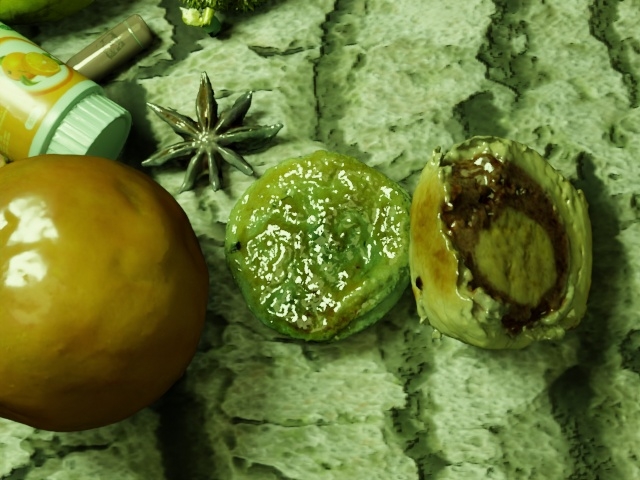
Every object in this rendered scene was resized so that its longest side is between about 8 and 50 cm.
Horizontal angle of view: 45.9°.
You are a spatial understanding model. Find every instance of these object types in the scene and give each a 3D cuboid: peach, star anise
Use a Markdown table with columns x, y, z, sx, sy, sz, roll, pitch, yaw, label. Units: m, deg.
| x | y | z | sx | sy | sz | roll | pitch | yaw | label |
| --- | --- | --- | --- | --- | --- | --- | --- | --- | --- |
| -0.297 | 0.067 | 0.937 | 0.342 | 0.301 | 0.343 | -13 | 70 | 38 | peach |
| -0.165 | -0.152 | 1.097 | 0.204 | 0.061 | 0.181 | -33 | 85 | 3 | star anise |

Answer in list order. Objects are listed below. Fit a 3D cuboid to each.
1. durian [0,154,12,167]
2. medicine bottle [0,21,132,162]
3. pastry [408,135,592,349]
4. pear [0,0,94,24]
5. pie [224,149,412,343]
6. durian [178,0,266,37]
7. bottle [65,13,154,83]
| x | y | z | sx | sy | sz | roll | pitch | yaw | label |
| --- | --- | --- | --- | --- | --- | --- | --- | --- | --- |
| -0.593 | -0.163 | 1.140 | 0.341 | 0.112 | 0.191 | 33 | 51 | 1 | durian |
| -0.435 | -0.205 | 1.064 | 0.318 | 0.158 | 0.158 | 32 | 81 | -1 | medicine bottle |
| 0.210 | 0.012 | 0.951 | 0.236 | 0.170 | 0.256 | 2 | 75 | -34 | pastry |
| -0.448 | -0.462 | 1.123 | 0.375 | 0.287 | 0.287 | -31 | 72 | 18 | pear |
| 0.000 | 0.000 | 1.027 | 0.277 | 0.078 | 0.277 | -2 | 73 | 6 | pie |
| -0.144 | -0.423 | 1.125 | 0.198 | 0.146 | 0.159 | -30 | 71 | -5 | durian |
| -0.323 | -0.290 | 1.162 | 0.140 | 0.053 | 0.053 | -36 | 73 | -3 | bottle |
